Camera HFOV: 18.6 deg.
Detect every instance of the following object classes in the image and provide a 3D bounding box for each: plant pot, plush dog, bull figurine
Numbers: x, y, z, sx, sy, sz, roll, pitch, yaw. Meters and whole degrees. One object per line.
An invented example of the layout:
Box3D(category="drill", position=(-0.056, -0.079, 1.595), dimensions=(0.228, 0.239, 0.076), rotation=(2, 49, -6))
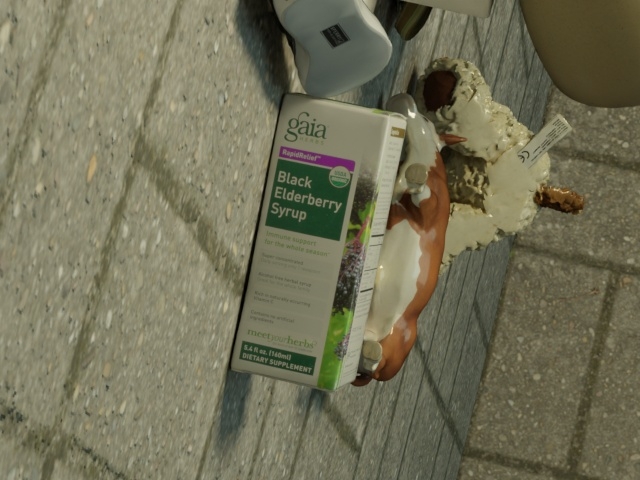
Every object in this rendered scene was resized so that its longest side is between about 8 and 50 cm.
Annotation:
Box3D(category="plant pot", position=(0.293, -0.292, 1.842), dimensions=(0.191, 0.284, 0.284), rotation=(49, 45, -34))
Box3D(category="plush dog", position=(0.180, -0.089, 2.278), dimensions=(0.225, 0.211, 0.262), rotation=(-126, -135, -69))
Box3D(category="bull figurine", position=(0.072, -0.001, 1.989), dimensions=(0.188, 0.101, 0.310), rotation=(15, 84, -75))

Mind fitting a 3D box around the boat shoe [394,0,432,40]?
Box3D(category="boat shoe", position=(0.103, -0.272, 2.017), dimensions=(0.056, 0.048, 0.153), rotation=(107, 7, -65))

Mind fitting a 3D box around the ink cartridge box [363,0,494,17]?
Box3D(category="ink cartridge box", position=(0.137, -0.362, 1.867), dimensions=(0.207, 0.119, 0.353), rotation=(89, 18, -53))

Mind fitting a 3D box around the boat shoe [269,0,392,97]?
Box3D(category="boat shoe", position=(-0.003, -0.180, 1.513), dimensions=(0.228, 0.080, 0.076), rotation=(44, 22, -71))

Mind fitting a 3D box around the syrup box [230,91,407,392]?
Box3D(category="syrup box", position=(0.000, 0.000, 1.641), dimensions=(0.096, 0.093, 0.237), rotation=(-10, 111, -77))
